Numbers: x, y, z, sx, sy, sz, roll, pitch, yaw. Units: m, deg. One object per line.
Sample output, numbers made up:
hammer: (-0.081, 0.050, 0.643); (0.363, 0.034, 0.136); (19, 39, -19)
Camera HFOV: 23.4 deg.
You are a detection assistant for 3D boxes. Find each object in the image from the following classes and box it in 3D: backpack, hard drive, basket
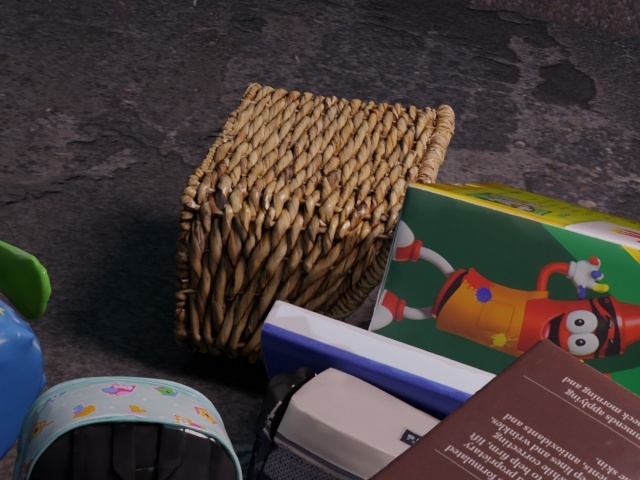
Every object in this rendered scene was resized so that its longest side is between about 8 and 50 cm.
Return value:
backpack: (-0.138, 0.185, 1.075); (0.166, 0.188, 0.144); (5, 25, -11)
hard drive: (0.113, 0.163, 1.225); (0.319, 0.210, 0.040); (18, 60, 17)
basket: (0.000, 0.000, 1.502); (0.223, 0.213, 0.299); (8, 27, 7)

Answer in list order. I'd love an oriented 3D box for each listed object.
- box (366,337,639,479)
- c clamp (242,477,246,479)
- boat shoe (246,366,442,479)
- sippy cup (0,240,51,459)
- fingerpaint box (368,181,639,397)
box: (0.125, 0.200, 0.900); (0.168, 0.167, 0.203); (33, 50, 30)
c clamp: (-0.103, 0.195, 1.280); (0.161, 0.022, 0.137); (24, 32, 25)
boat shoe: (0.093, 0.233, 1.123); (0.341, 0.158, 0.127); (28, 22, 15)
sippy cup: (-0.344, 0.086, 1.198); (0.224, 0.240, 0.305); (31, 69, 18)
fingerpaint box: (0.275, 0.071, 1.393); (0.371, 0.163, 0.445); (16, 6, 13)
